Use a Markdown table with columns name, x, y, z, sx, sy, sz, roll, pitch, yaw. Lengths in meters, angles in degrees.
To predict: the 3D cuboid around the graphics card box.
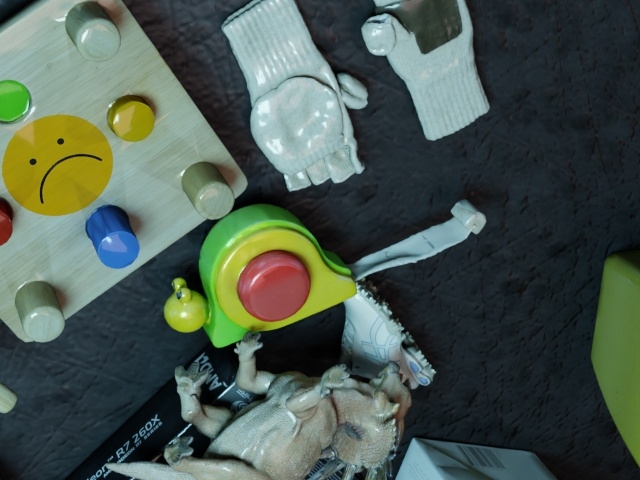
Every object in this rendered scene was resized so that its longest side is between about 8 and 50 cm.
| name | x | y | z | sx | sy | sz | roll | pitch | yaw |
| --- | --- | --- | --- | --- | --- | --- | --- | --- | --- |
| graphics card box | -0.156 | 0.304 | 1.347 | 0.371 | 0.094 | 0.233 | -43 | 122 | 4 |

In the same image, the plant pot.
| name | x | y | z | sx | sy | sz | roll | pitch | yaw |
| --- | --- | --- | --- | --- | --- | --- | --- | --- | --- |
| plant pot | 0.410 | 0.107 | 1.421 | 0.212 | 0.187 | 0.212 | -7 | 117 | -19 |

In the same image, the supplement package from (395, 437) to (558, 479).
| name | x | y | z | sx | sy | sz | roll | pitch | yaw |
| --- | --- | --- | --- | --- | --- | --- | --- | --- | --- |
| supplement package | 0.157 | 0.397 | 1.467 | 0.178 | 0.175 | 0.293 | 11 | 110 | -27 |

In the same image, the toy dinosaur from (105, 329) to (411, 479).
| name | x | y | z | sx | sy | sz | roll | pitch | yaw |
| --- | --- | --- | --- | --- | --- | --- | --- | --- | --- |
| toy dinosaur | -0.040 | 0.200 | 1.224 | 0.296 | 0.127 | 0.200 | -28 | 128 | -3 |

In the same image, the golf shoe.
| name | x | y | z | sx | sy | sz | roll | pitch | yaw |
| --- | --- | --- | --- | --- | --- | --- | --- | --- | --- |
| golf shoe | 0.048 | 0.105 | 1.349 | 0.086 | 0.069 | 0.176 | -33 | 121 | 3 |

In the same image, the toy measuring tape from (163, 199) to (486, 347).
| name | x | y | z | sx | sy | sz | roll | pitch | yaw |
| --- | --- | --- | --- | --- | --- | --- | --- | --- | --- |
| toy measuring tape | 0.000 | 0.000 | 1.252 | 0.330 | 0.121 | 0.121 | -23 | 121 | -11 |

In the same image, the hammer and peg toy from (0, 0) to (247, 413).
| name | x | y | z | sx | sy | sz | roll | pitch | yaw |
| --- | --- | --- | --- | --- | --- | --- | --- | --- | --- |
| hammer and peg toy | -0.267 | -0.032 | 1.121 | 0.361 | 0.127 | 0.266 | -37 | 124 | -2 |

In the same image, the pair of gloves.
| name | x | y | z | sx | sy | sz | roll | pitch | yaw |
| --- | --- | --- | --- | --- | --- | --- | --- | --- | --- |
| pair of gloves | 0.041 | -0.159 | 1.231 | 0.240 | 0.042 | 0.204 | -22 | 121 | -10 |
